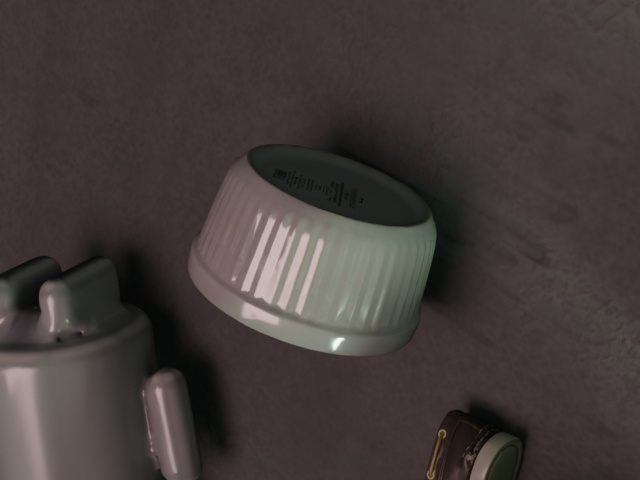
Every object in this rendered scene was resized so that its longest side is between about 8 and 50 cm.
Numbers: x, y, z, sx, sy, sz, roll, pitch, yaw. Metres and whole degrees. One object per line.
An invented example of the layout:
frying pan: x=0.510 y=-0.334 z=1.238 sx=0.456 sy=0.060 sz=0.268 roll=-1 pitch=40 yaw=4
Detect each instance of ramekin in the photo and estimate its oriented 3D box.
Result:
ramekin: x=0.000 y=0.000 z=1.042 sx=0.207 sy=0.207 sz=0.109 roll=31 pitch=114 yaw=29

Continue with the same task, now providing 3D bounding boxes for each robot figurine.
robot figurine: x=-0.268 y=0.197 z=1.334 sx=0.300 sy=0.200 sz=0.353 roll=2 pitch=106 yaw=25

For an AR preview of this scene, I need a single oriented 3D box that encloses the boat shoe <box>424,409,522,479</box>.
boat shoe: x=0.116 y=0.260 z=1.112 sx=0.069 sy=0.081 sz=0.227 roll=29 pitch=115 yaw=33
